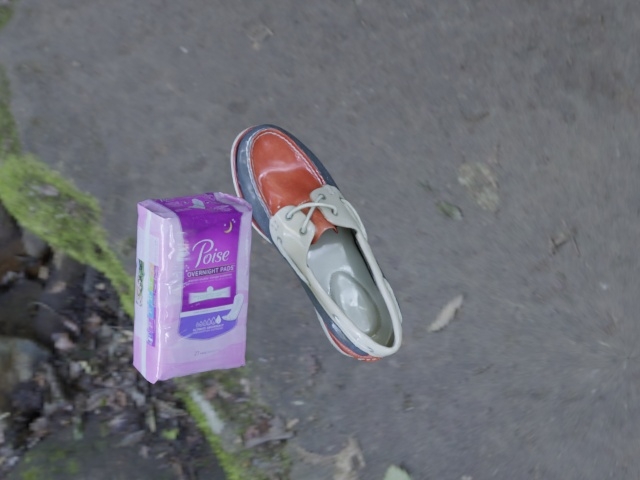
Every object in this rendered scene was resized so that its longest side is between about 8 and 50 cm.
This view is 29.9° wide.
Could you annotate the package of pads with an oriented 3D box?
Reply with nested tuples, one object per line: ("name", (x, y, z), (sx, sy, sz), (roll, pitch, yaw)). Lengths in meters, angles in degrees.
("package of pads", (-0.058, 0.022, 0.553), (0.032, 0.050, 0.083), (25, 117, 49))

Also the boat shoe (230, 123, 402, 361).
("boat shoe", (0.000, 0.000, 0.611), (0.049, 0.043, 0.137), (-29, 93, -14))
